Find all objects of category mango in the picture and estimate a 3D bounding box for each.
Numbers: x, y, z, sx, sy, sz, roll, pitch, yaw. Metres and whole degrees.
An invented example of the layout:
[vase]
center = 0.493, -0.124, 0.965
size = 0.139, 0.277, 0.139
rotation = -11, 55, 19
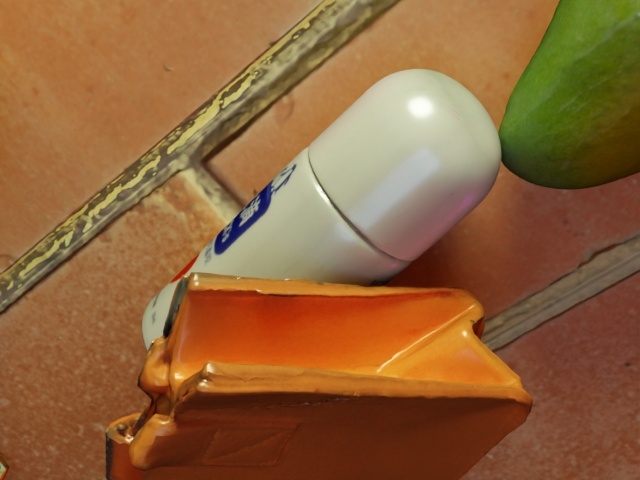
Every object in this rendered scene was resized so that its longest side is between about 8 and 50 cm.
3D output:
[mango]
center = 0.235, -0.135, 0.487
size = 0.156, 0.114, 0.251
rotation = 24, 116, -13

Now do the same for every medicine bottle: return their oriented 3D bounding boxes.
[medicine bottle]
center = 0.000, 0.000, 0.571
size = 0.130, 0.130, 0.341
rotation = 43, 114, -14

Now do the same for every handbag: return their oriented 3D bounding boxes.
[handbag]
center = -0.039, 0.201, 0.596
size = 0.303, 0.116, 0.410
rotation = 7, 132, -26

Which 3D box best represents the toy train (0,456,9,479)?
[toy train]
center = -0.549, 0.181, 0.749
size = 0.409, 0.086, 0.089
rotation = 40, 115, -13
